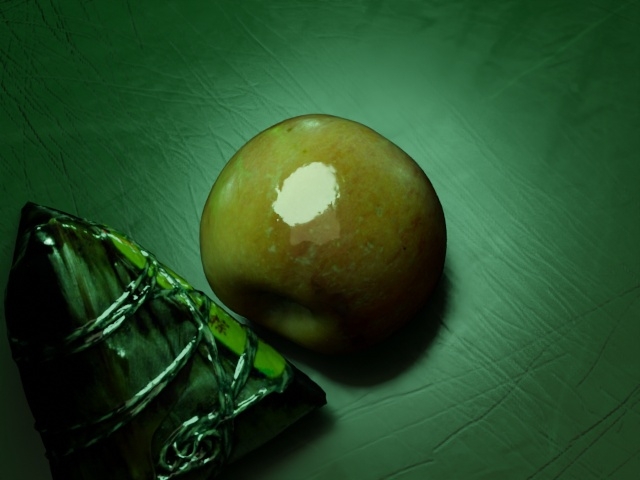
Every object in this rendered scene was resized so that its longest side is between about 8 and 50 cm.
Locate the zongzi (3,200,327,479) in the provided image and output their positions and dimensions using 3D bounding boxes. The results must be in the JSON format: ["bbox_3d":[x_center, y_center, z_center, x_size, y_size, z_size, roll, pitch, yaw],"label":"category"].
[{"bbox_3d":[-0.229,0.095,1.981,0.319,0.362,0.383,-33,112,-4],"label":"zongzi"}]

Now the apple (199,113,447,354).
[{"bbox_3d":[0.000,0.000,1.934,0.253,0.253,0.254,-2,75,7],"label":"apple"}]
